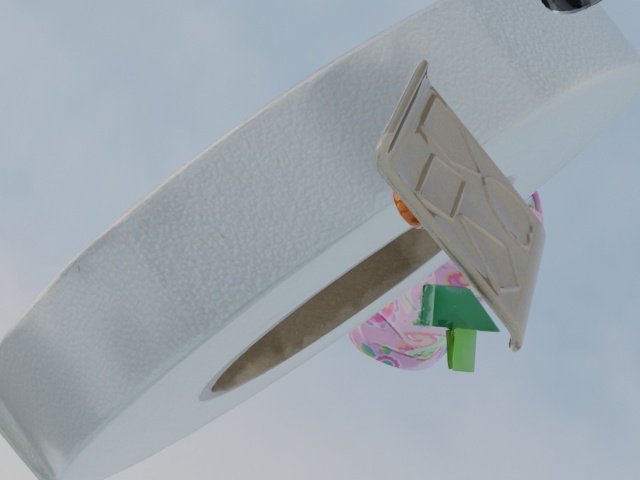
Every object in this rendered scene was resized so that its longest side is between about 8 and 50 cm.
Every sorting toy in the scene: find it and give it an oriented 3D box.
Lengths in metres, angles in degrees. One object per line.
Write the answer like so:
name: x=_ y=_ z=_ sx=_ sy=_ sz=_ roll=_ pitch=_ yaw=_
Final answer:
sorting toy: x=0.031 y=-0.003 z=0.361 sx=0.012 sy=0.083 sz=0.062 roll=-29 pitch=-74 yaw=26

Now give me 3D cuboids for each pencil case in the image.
pencil case: x=0.116 y=0.030 z=1.461 sx=0.124 sy=0.124 sz=0.284 roll=15 pitch=-29 yaw=-8

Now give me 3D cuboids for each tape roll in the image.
tape roll: x=0.000 y=0.000 z=0.829 sx=0.392 sy=0.392 sz=0.072 roll=-39 pitch=-99 yaw=22

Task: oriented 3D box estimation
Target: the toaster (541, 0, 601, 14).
toaster: x=0.062 y=-0.192 z=0.472 sx=0.110 sy=0.168 sz=0.185 roll=-27 pitch=-52 yaw=2
